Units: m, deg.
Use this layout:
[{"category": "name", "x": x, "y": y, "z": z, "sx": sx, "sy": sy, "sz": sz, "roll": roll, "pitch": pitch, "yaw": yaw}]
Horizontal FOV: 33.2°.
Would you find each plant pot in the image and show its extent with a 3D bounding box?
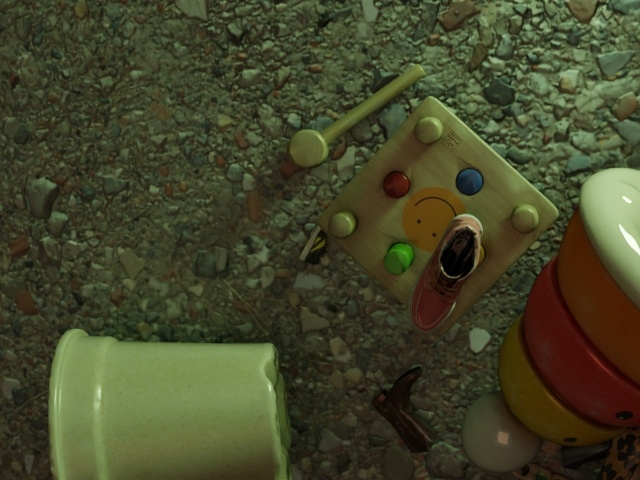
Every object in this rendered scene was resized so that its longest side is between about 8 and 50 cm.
[{"category": "plant pot", "x": -0.204, "y": 0.277, "z": 1.587, "sx": 0.305, "sy": 0.334, "sz": 0.333, "roll": -8, "pitch": 97, "yaw": 2}]

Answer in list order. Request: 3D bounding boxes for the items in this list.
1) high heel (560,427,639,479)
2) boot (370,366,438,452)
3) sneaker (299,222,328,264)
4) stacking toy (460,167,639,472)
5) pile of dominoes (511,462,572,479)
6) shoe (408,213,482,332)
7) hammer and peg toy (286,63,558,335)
[{"category": "high heel", "x": 0.431, "y": 0.387, "z": 1.488, "sx": 0.186, "sy": 0.093, "sz": 0.261, "roll": -33, "pitch": 58, "yaw": 47}, {"category": "boot", "x": 0.148, "y": 0.260, "z": 1.632, "sx": 0.106, "sy": 0.037, "sz": 0.114, "roll": -43, "pitch": 85, "yaw": 28}, {"category": "sneaker", "x": 0.000, "y": 0.000, "z": 1.630, "sx": 0.035, "sy": 0.031, "sz": 0.083, "roll": 29, "pitch": 108, "yaw": -8}, {"category": "stacking toy", "x": 0.369, "y": 0.168, "z": 1.480, "sx": 0.350, "sy": 0.350, "sz": 0.480, "roll": 41, "pitch": 123, "yaw": 3}, {"category": "pile of dominoes", "x": 0.355, "y": 0.450, "z": 1.576, "sx": 0.251, "sy": 0.040, "sz": 0.196, "roll": 23, "pitch": 77, "yaw": 8}, {"category": "shoe", "x": 0.165, "y": 0.051, "z": 1.442, "sx": 0.063, "sy": 0.081, "sz": 0.178, "roll": 25, "pitch": 104, "yaw": 4}, {"category": "hammer and peg toy", "x": 0.129, "y": -0.074, "z": 1.537, "sx": 0.361, "sy": 0.127, "sz": 0.266, "roll": 44, "pitch": 105, "yaw": 3}]
